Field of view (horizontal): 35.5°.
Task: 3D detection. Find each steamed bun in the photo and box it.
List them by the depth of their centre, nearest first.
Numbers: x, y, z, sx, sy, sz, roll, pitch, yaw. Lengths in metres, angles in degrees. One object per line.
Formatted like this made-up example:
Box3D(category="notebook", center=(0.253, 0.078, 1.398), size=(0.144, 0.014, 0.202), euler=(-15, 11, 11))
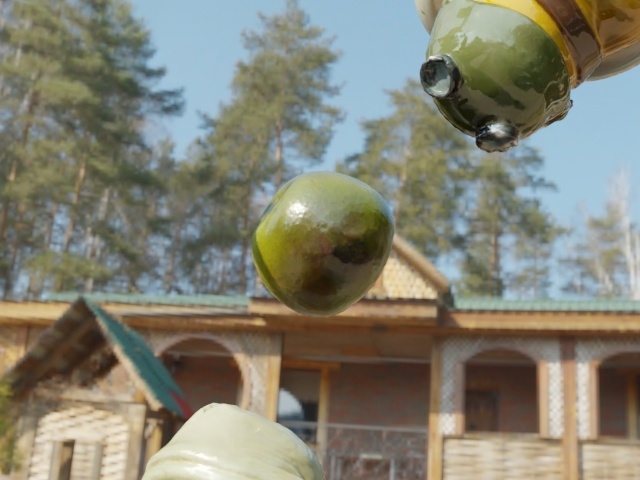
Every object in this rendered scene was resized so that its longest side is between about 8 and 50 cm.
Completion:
Box3D(category="steamed bun", center=(-0.080, 0.342, 1.091), size=(0.276, 0.289, 0.203), euler=(18, -5, -3))

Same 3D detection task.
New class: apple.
Box3D(category="apple", center=(0.000, 0.000, 1.275), size=(0.157, 0.196, 0.196), euler=(36, -27, -11))

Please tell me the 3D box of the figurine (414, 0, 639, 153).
Box3D(category="figurine", center=(0.152, -0.145, 0.621), size=(0.250, 0.141, 0.166), euler=(-24, -64, 42))
